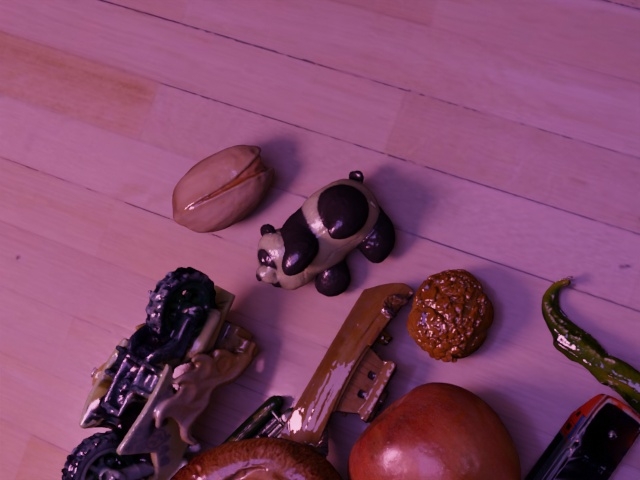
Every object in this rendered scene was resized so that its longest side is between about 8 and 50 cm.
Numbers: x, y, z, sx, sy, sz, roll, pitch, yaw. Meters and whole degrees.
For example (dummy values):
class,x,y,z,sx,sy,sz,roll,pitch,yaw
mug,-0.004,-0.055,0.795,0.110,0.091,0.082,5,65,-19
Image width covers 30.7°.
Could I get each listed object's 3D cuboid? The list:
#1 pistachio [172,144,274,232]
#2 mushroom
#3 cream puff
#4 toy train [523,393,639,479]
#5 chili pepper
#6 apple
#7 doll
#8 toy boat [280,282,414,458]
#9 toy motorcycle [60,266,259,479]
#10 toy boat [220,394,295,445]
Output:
class,x,y,z,sx,sy,sz,roll,pitch,yaw
pistachio,-0.162,-0.084,1.923,0.185,0.124,0.124,-37,72,14
mushroom,-0.109,0.459,1.684,0.345,0.239,0.345,-5,43,5
cream puff,0.196,0.112,1.778,0.126,0.103,0.143,26,86,22
toy train,0.319,0.399,1.701,0.086,0.089,0.409,34,94,-5
chili pepper,0.452,0.198,1.697,0.359,0.076,0.085,45,123,19
apple,0.167,0.336,1.690,0.254,0.253,0.253,-3,82,19
doll,0.002,0.000,1.853,0.234,0.143,0.135,-41,48,11
toy boat,0.056,0.208,1.814,0.121,0.089,0.321,30,82,9
toy motorcycle,-0.251,0.245,1.852,0.169,0.237,0.410,26,90,35
toy boat,-0.107,0.345,1.878,0.210,0.052,0.104,-44,74,4
